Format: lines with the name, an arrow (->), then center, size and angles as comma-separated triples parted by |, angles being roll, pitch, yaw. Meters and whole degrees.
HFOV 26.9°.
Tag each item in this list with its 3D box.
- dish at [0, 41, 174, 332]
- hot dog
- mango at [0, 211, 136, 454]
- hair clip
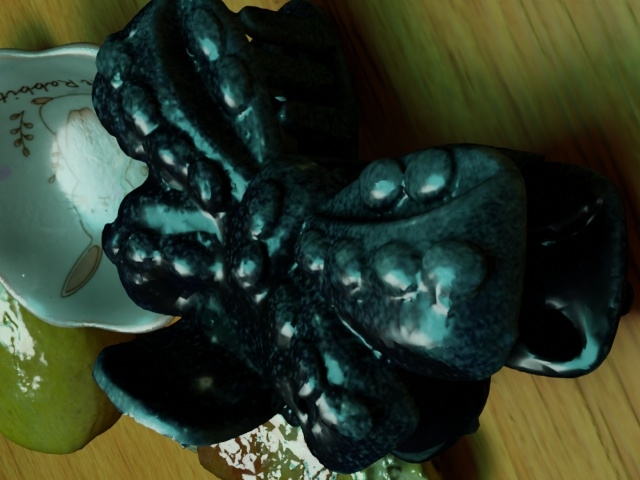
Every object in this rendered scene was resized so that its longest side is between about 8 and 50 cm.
dish -> -0.161, -0.047, 0.967 | 0.229, 0.081, 0.229 | 10, 115, 23
hot dog -> 0.001, 0.123, 0.862 | 0.213, 0.103, 0.146 | 42, 120, 17
mango -> -0.248, 0.019, 1.108 | 0.195, 0.142, 0.331 | -13, 92, 55
hair clip -> -0.004, 0.004, 0.701 | 0.310, 0.195, 0.206 | 36, 114, 38
